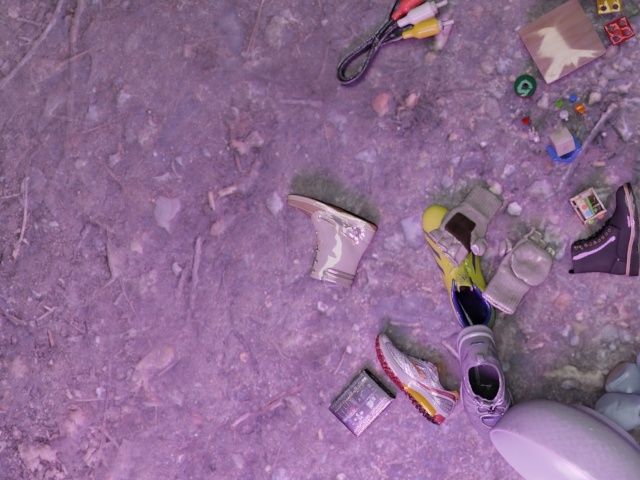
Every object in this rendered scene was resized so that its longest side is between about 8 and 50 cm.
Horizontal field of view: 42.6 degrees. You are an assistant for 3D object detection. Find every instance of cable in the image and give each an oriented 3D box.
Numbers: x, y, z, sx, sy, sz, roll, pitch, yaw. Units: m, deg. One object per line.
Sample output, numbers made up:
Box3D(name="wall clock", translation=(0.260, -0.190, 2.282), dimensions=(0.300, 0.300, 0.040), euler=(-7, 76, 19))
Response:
Box3D(name="cable", translation=(0.140, -0.453, 1.774), dimensions=(0.287, 0.072, 0.140), euler=(-28, 77, 12))

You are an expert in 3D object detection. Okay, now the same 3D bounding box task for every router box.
Box3D(name="router box", translation=(0.090, 0.353, 1.784), dimensions=(0.092, 0.038, 0.122), euler=(44, 99, 11))

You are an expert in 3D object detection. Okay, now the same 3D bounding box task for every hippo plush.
Box3D(name="hippo plush", translation=(0.704, 0.330, 1.552), dimensions=(0.236, 0.294, 0.234), euler=(46, 68, -8))

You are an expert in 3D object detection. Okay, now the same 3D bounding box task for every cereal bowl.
Box3D(name="cereal bowl", translation=(0.497, 0.412, 1.550), dimensions=(0.339, 0.339, 0.141), euler=(36, 74, 12))

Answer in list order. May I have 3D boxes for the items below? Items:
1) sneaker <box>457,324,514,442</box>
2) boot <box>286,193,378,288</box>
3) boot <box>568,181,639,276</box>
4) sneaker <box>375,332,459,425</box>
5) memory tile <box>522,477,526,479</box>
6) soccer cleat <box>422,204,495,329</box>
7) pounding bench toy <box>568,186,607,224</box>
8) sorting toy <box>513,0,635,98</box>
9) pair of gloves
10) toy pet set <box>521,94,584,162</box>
Box3D(name="sneaker", translation=(0.327, 0.312, 1.650), dimensions=(0.105, 0.115, 0.281), euler=(-14, 116, 13))
Box3D(name="boot", translation=(0.000, 0.000, 1.796), dimensions=(0.213, 0.077, 0.165), euler=(23, 96, 10))
Box3D(name="boot", translation=(0.560, -0.014, 1.633), dimensions=(0.136, 0.077, 0.198), euler=(-3, 112, 18))
Box3D(name="sneaker", translation=(0.201, 0.282, 1.747), dimensions=(0.092, 0.088, 0.225), euler=(-40, 80, -11))
Box3D(name="memory tile", translation=(0.433, 0.565, 1.710), dimensions=(0.113, 0.012, 0.148), euler=(40, 97, 11))
Box3D(name="soccer cleat", translation=(0.288, 0.058, 1.700), dimensions=(0.093, 0.121, 0.289), euler=(-22, 83, 13))
Box3D(name="pounding bench toy", translation=(0.543, -0.067, 1.660), dimensions=(0.052, 0.083, 0.065), euler=(-31, 81, 11))
Box3D(name="sorting toy", translation=(0.506, -0.411, 1.696), dimensions=(0.274, 0.046, 0.132), euler=(-29, 82, 12))
Box3D(name="pair of gloves", translation=(0.357, 0.011, 1.673), dimensions=(0.240, 0.042, 0.204), euler=(43, 63, 10))
Box3D(name="toy pet set", translation=(0.498, -0.222, 1.700), dimensions=(0.122, 0.065, 0.114), euler=(-24, 48, 9))
